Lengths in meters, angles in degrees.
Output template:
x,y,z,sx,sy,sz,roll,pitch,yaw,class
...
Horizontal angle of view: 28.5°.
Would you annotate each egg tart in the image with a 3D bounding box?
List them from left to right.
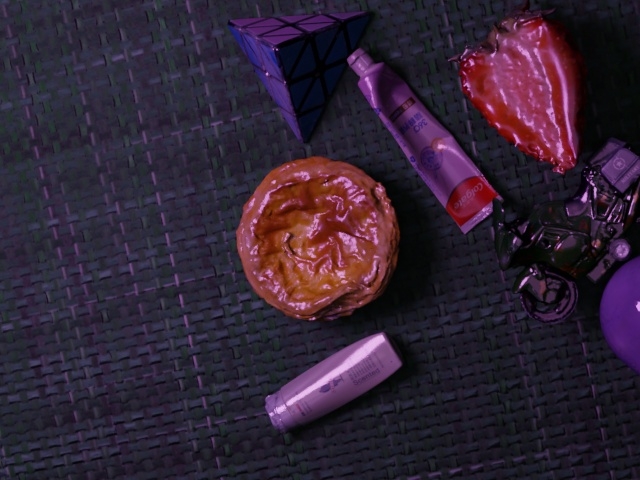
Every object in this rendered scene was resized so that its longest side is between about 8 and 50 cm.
x,y,z,sx,sy,sz,roll,pitch,yaw,class
0.000,0.000,1.794,0.241,0.106,0.241,0,91,11,egg tart

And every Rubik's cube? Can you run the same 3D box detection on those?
x,y,z,sx,sy,sz,roll,pitch,yaw,class
-0.069,-0.267,1.757,0.190,0.178,0.211,24,96,10,Rubik's cube

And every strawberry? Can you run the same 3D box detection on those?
x,y,z,sx,sy,sz,roll,pitch,yaw,class
0.305,-0.207,1.720,0.174,0.098,0.228,-44,73,13,strawberry

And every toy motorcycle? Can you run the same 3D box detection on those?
x,y,z,sx,sy,sz,roll,pitch,yaw,class
0.342,-0.033,1.730,0.187,0.125,0.274,44,95,3,toy motorcycle

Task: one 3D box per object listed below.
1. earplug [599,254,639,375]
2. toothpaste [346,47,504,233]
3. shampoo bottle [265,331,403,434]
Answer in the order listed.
x,y,z,sx,sy,sz,roll,pitch,yaw,class
0.574,0.182,1.665,0.456,0.215,0.215,38,98,9,earplug
0.141,-0.149,1.791,0.075,0.048,0.301,-39,91,-2,toothpaste
0.019,0.207,1.829,0.212,0.049,0.072,-33,92,10,shampoo bottle
